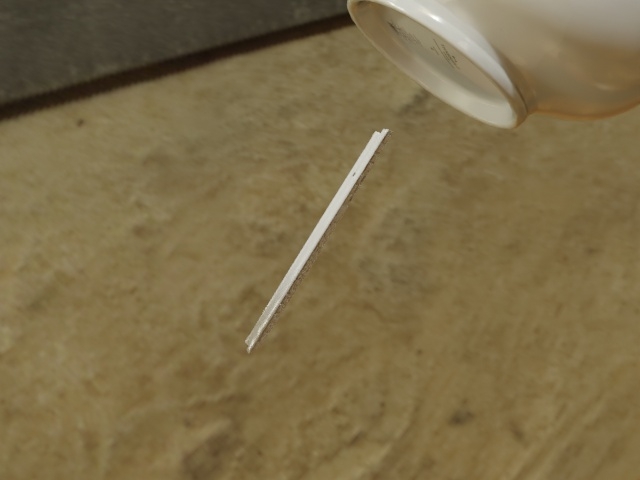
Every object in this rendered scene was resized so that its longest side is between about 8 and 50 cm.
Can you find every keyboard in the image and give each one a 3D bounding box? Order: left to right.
[{"bbox_3d":[0.000,0.000,1.589,0.014,0.072,0.256,33,95,10],"label":"keyboard"}]

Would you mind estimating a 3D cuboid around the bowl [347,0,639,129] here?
[{"bbox_3d":[0.112,-0.167,1.063,0.298,0.298,0.134,40,82,-22],"label":"bowl"}]
